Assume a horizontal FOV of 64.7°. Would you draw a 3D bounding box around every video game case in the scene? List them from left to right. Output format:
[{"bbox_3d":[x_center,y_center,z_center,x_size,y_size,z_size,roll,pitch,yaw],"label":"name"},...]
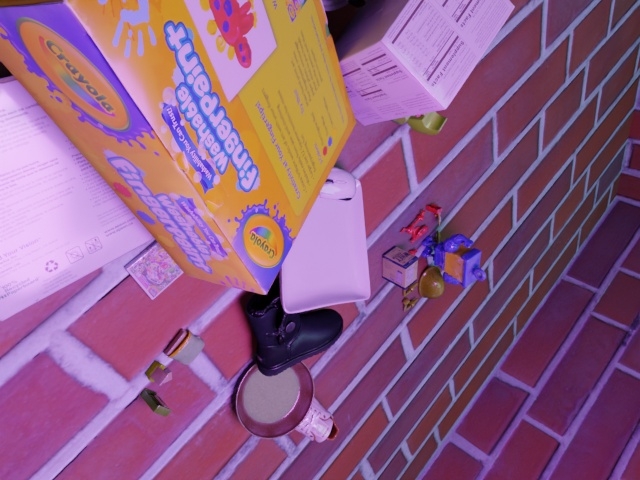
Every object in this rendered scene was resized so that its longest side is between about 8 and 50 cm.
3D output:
[{"bbox_3d":[-0.266,0.034,0.873,0.122,0.011,0.087,-45,139,-22],"label":"video game case"}]

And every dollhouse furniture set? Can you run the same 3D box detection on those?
[{"bbox_3d":[-0.272,0.249,0.957,0.152,0.058,0.076,-53,142,-12],"label":"dollhouse furniture set"}]

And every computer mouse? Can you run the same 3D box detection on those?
[{"bbox_3d":[0.021,-0.121,1.039,0.193,0.042,0.106,-1,85,-48],"label":"computer mouse"}]

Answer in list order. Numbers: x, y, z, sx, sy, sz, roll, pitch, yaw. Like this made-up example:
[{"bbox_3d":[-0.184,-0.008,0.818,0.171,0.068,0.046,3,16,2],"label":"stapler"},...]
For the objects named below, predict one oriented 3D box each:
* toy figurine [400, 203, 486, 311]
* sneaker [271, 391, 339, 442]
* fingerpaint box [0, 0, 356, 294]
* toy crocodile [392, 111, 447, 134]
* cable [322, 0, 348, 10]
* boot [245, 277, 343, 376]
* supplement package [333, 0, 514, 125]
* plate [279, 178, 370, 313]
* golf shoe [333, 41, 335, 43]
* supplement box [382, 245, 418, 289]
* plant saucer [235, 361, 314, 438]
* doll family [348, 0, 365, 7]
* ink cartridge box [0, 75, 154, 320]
[{"bbox_3d":[0.376,0.095,1.487,0.191,0.217,0.363,-33,133,-32],"label":"toy figurine"},{"bbox_3d":[-0.034,0.445,1.302,0.106,0.123,0.290,-54,139,-8],"label":"sneaker"},{"bbox_3d":[-0.134,-0.207,0.669,0.371,0.163,0.445,-64,150,-28],"label":"fingerpaint box"},{"bbox_3d":[0.190,-0.359,1.087,0.115,0.105,0.341,-50,140,-16],"label":"toy crocodile"},{"bbox_3d":[-0.004,-0.504,0.790,0.257,0.089,0.257,5,108,-51],"label":"cable"},{"bbox_3d":[-0.046,0.166,1.111,0.246,0.094,0.207,-26,134,-30],"label":"boot"},{"bbox_3d":[0.138,-0.324,0.835,0.145,0.262,0.204,38,82,-23],"label":"supplement package"},{"bbox_3d":[0.000,0.000,1.065,0.278,0.045,0.278,-2,86,-48],"label":"plate"},{"bbox_3d":[0.079,-0.327,0.989,0.198,0.093,0.077,9,106,-50],"label":"golf shoe"},{"bbox_3d":[0.220,0.076,1.402,0.056,0.083,0.083,-33,134,-34],"label":"supplement box"},{"bbox_3d":[-0.109,0.361,1.184,0.198,0.036,0.199,-1,93,-28],"label":"plant saucer"},{"bbox_3d":[0.048,-0.424,0.772,0.193,0.076,0.111,18,103,-48],"label":"doll family"},{"bbox_3d":[-0.336,-0.112,0.658,0.324,0.071,0.330,-34,131,-33],"label":"ink cartridge box"}]
